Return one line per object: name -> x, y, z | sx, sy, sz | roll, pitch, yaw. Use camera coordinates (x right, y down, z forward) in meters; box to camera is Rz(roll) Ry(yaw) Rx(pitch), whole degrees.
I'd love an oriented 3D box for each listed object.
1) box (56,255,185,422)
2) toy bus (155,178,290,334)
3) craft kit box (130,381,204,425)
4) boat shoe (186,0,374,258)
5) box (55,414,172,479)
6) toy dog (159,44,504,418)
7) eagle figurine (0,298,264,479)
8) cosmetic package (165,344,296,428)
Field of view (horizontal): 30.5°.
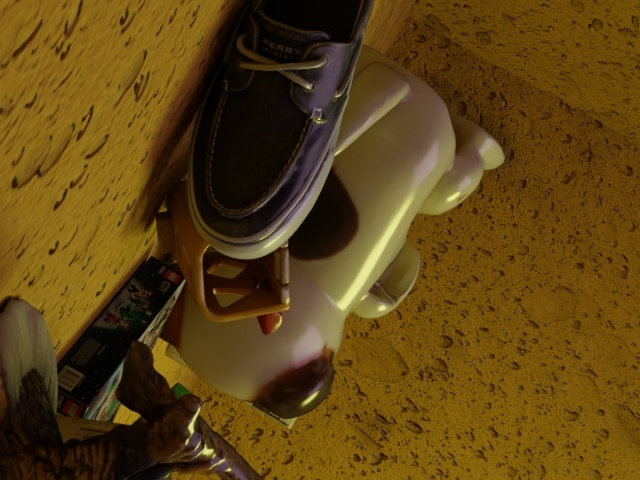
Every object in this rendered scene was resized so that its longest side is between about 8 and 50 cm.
box -> -0.212, 0.135, 1.107 | 0.159, 0.044, 0.233 | -62, 179, 31
toy bus -> -0.096, -0.012, 1.072 | 0.202, 0.104, 0.191 | 125, -47, -68
craft kit box -> -0.283, 0.339, 1.583 | 0.250, 0.061, 0.247 | -43, -172, 42
boat shoe -> -0.029, -0.152, 0.943 | 0.119, 0.121, 0.335 | 67, 41, -79
box -> -0.203, 0.307, 0.919 | 0.148, 0.121, 0.311 | -140, -120, -77
toy dog -> 0.000, 0.000, 1.318 | 0.408, 0.284, 0.395 | -57, -174, 4
eagle figurine -> -0.174, 0.199, 0.663 | 0.298, 0.226, 0.225 | -42, -158, -11
cosmetic package -> -0.127, 0.202, 1.888 | 0.060, 0.239, 0.099 | -58, 177, -46
